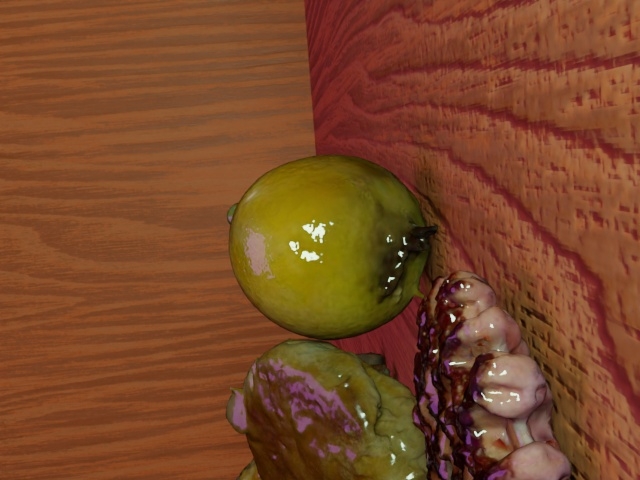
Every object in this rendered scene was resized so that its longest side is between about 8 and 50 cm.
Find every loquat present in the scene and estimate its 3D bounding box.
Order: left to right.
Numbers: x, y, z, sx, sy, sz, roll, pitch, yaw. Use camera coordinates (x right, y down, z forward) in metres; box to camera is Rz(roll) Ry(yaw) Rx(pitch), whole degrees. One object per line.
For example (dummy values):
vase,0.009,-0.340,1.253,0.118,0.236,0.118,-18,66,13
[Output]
loquat,0.000,0.000,0.770,0.204,0.172,0.149,23,122,35

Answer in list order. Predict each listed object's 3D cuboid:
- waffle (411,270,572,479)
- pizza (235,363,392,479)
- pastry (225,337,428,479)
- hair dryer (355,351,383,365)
waffle,0.092,0.132,0.486,0.221,0.055,0.234,-141,41,-84
pizza,0.008,0.310,1.087,0.089,0.323,0.223,35,-171,-46
pastry,0.022,0.184,0.762,0.218,0.100,0.229,3,113,51
hair dryer,0.058,0.291,1.260,0.298,0.119,0.296,-39,-49,-78
